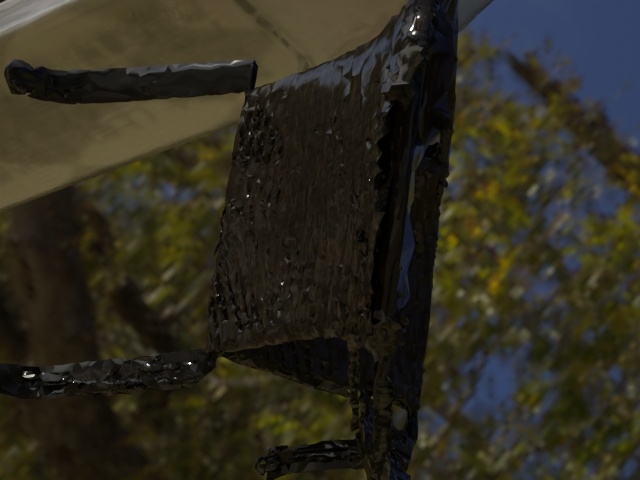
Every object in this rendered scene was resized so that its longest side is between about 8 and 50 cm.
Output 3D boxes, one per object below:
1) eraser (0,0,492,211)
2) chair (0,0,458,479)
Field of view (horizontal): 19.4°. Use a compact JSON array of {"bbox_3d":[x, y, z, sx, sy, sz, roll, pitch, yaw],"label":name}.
[{"bbox_3d":[-0.094,-0.084,0.843,0.397,0.213,0.082,-18,-74,34],"label":"eraser"},{"bbox_3d":[0.000,0.000,0.602,0.149,0.174,0.213,19,-17,-36],"label":"chair"}]
